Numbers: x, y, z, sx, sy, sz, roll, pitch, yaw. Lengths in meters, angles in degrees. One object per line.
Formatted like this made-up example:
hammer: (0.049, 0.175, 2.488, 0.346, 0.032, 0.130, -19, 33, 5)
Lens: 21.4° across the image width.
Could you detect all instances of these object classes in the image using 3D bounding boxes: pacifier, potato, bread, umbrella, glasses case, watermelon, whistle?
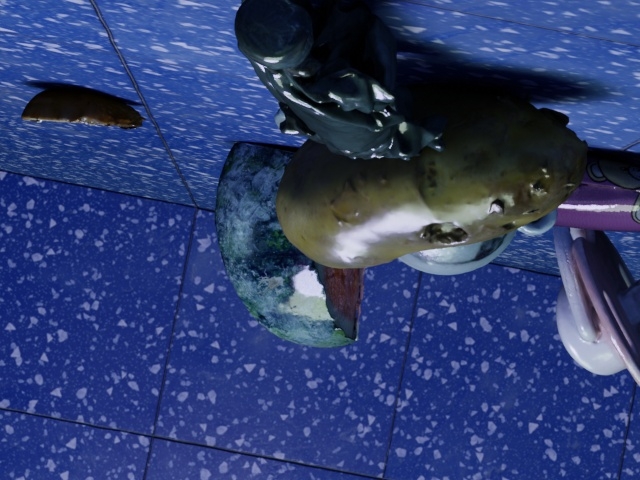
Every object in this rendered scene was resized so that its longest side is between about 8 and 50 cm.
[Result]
pacifier: (0.418, 0.080, 2.226, 0.273, 0.220, 0.332, 10, -170, 14)
potato: (0.094, -0.061, 1.445, 0.296, 0.141, 0.192, -5, -161, 41)
bread: (-0.286, -0.156, 2.015, 0.126, 0.044, 0.129, 4, 179, -44)
umbrella: (0.007, -0.123, 1.206, 0.143, 0.094, 0.349, 15, 176, 14)
glasses case: (0.220, -0.057, 1.762, 0.316, 0.075, 0.123, 9, 176, 29)
watermelon: (0.000, 0.000, 2.239, 0.226, 0.318, 0.148, -38, -157, -34)
whistle: (0.089, -0.049, 1.657, 0.290, 0.163, 0.163, 10, 177, 1)
